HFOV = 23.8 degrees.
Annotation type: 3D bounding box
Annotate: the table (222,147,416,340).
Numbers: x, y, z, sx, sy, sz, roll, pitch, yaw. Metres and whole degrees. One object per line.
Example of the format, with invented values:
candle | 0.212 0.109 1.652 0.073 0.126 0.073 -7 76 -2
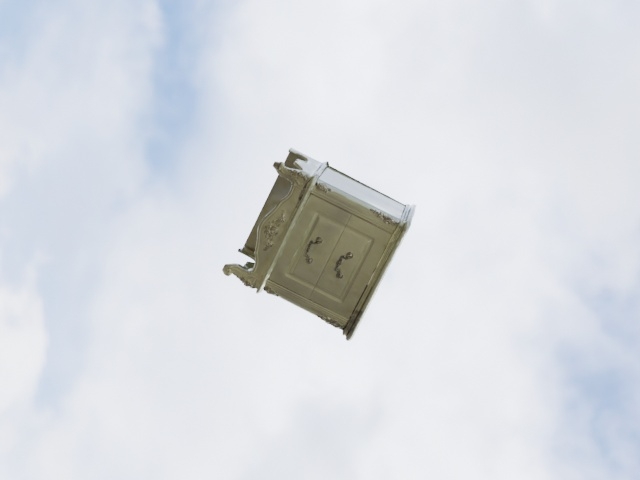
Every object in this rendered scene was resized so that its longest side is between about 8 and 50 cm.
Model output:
table | 0.000 0.000 0.868 0.083 0.062 0.079 27 -76 2
